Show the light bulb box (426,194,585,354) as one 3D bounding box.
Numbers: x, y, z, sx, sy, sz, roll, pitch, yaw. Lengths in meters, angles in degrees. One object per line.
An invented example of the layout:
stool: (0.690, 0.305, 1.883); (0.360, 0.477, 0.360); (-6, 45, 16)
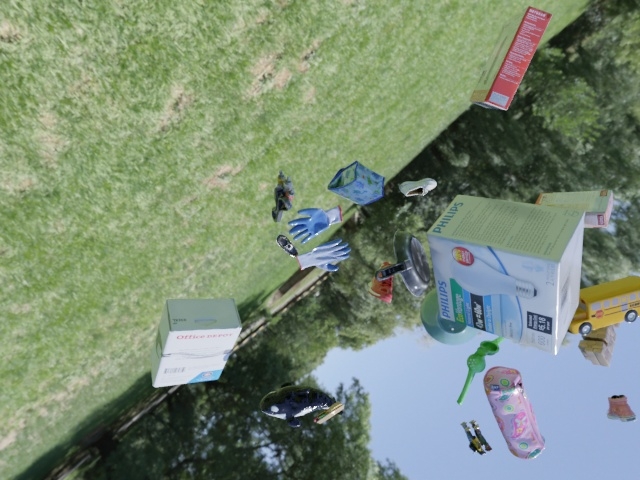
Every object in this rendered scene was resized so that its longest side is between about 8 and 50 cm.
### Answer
light bulb box: (0.541, 0.087, 1.291); (0.360, 0.358, 0.225); (14, -135, 40)

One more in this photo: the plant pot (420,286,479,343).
plant pot: (0.602, 0.347, 2.000); (0.290, 0.290, 0.195); (-43, 168, 8)

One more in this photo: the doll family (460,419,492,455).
doll family: (0.580, 0.742, 1.632); (0.076, 0.112, 0.193); (-31, 166, 7)

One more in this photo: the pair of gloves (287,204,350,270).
pair of gloves: (0.000, 0.000, 1.204); (0.159, 0.199, 0.023); (-17, -161, -9)

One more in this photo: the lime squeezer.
lime squeezer: (0.510, 0.363, 1.341); (0.310, 0.110, 0.058); (-47, -155, -13)

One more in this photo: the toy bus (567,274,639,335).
toy bus: (1.018, 0.233, 1.574); (0.332, 0.130, 0.108); (-14, -166, -5)

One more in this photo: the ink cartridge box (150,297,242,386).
ink cartridge box: (-0.413, 0.332, 1.429); (0.223, 0.129, 0.308); (4, 132, -31)

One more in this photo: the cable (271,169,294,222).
cable: (-0.141, -0.141, 1.719); (0.072, 0.140, 0.287); (-21, 156, -17)

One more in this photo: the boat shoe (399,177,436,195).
boat shoe: (0.232, -0.119, 1.014); (0.100, 0.035, 0.035); (-8, 141, -27)

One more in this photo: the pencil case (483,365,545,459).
pencil case: (0.598, 0.528, 1.348); (0.124, 0.284, 0.124); (-22, -168, 5)

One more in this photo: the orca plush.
orca plush: (-0.052, 0.544, 1.478); (0.151, 0.287, 0.102); (-84, -162, -45)

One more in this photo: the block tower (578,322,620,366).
block tower: (1.141, 0.337, 1.769); (0.090, 0.097, 0.335); (-9, -143, 53)

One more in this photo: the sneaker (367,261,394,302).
sneaker: (0.238, 0.144, 1.635); (0.221, 0.086, 0.128); (-120, -126, -78)

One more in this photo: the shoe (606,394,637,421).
shoe: (1.047, 0.585, 1.541); (0.063, 0.081, 0.178); (-16, 161, 11)

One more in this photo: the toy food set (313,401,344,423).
toy food set: (0.022, 0.428, 1.087); (0.082, 0.020, 0.083); (-34, 159, 1)

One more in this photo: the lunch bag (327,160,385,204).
lunch bag: (0.114, -0.176, 1.422); (0.151, 0.128, 0.097); (-28, -135, 49)

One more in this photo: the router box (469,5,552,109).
router box: (0.649, -0.620, 1.535); (0.335, 0.082, 0.301); (-61, 172, -70)

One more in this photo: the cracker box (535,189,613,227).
cracker box: (0.888, -0.110, 1.547); (0.232, 0.067, 0.155); (1, -148, 41)

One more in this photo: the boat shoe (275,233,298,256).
boat shoe: (-0.125, 0.022, 1.651); (0.046, 0.038, 0.125); (-47, 136, -13)

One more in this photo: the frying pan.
frying pan: (0.228, 0.043, 1.196); (0.053, 0.198, 0.326); (-20, 153, 28)
